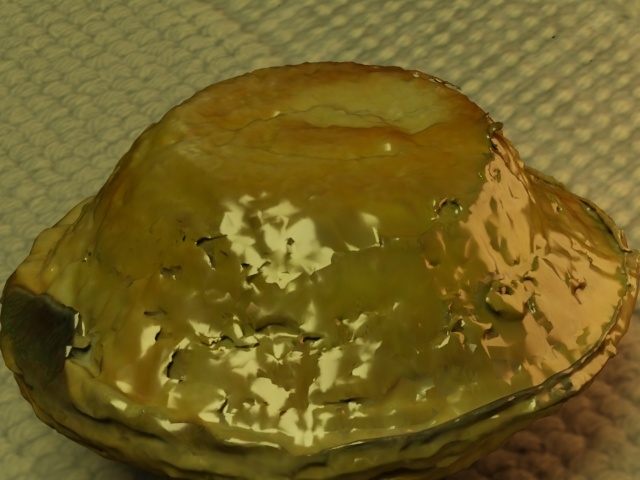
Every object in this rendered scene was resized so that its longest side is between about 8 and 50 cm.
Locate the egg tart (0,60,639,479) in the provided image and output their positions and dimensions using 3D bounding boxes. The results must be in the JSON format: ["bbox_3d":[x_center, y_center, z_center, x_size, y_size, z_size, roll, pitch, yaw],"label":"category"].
[{"bbox_3d":[0.000,0.000,1.330,0.443,0.178,0.443,-3,28,2],"label":"egg tart"}]
